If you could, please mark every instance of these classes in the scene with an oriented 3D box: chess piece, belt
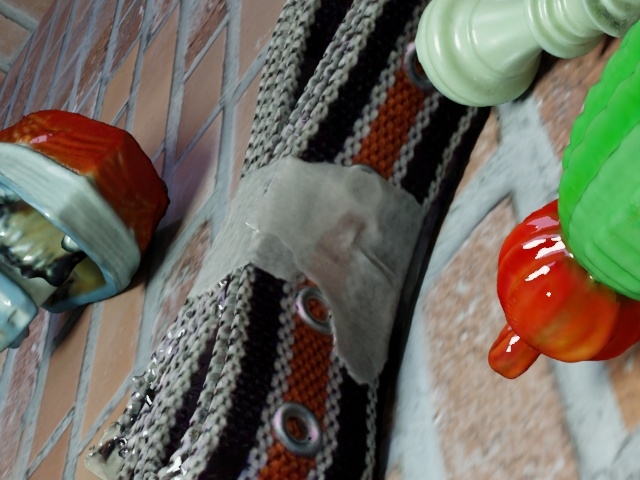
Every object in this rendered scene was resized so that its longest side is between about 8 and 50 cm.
[{"bbox_3d":[0.100,-0.097,0.806,0.149,0.059,0.059,-17,45,62],"label":"chess piece"},{"bbox_3d":[0.000,0.000,0.863,0.126,0.094,0.359,-27,37,55],"label":"belt"}]

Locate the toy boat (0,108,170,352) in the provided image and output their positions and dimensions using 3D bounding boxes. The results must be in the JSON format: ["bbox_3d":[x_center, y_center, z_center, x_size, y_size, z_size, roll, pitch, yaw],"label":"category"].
[{"bbox_3d":[-0.209,0.001,1.387,0.133,0.145,0.332,-54,8,-21],"label":"toy boat"}]

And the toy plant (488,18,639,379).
[{"bbox_3d":[0.131,-0.044,0.567,0.154,0.088,0.240,-53,1,-24],"label":"toy plant"}]
